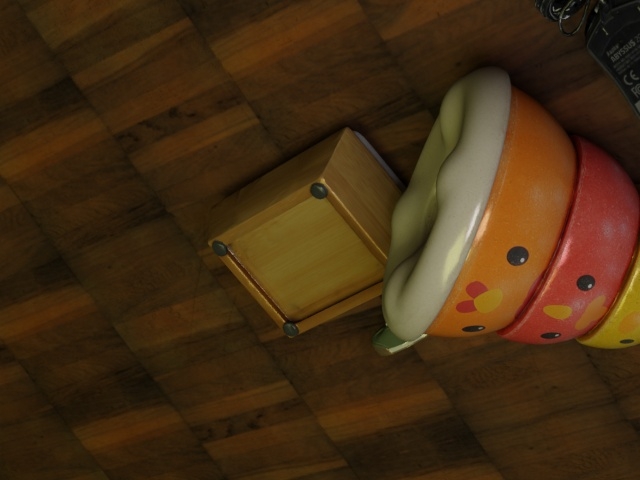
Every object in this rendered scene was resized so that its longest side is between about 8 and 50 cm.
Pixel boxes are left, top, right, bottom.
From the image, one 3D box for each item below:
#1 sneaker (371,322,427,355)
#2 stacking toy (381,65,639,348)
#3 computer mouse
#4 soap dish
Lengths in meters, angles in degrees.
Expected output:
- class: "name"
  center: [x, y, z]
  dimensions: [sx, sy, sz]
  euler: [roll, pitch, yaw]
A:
- class: "sneaker"
  center: [0.134, 0.091, 2.388]
  dimensions: [0.192, 0.064, 0.086]
  euler: [-26, 107, 36]
- class: "stacking toy"
  center: [0.340, 0.016, 2.095]
  dimensions: [0.480, 0.350, 0.350]
  euler: [18, 134, -6]
- class: "computer mouse"
  center: [0.391, -0.230, 1.987]
  dimensions: [0.188, 0.072, 0.272]
  euler: [-34, 91, 45]
- class: "soap dish"
  center: [0.000, 0.000, 2.354]
  dimensions: [0.291, 0.118, 0.229]
  euler: [-28, 107, 40]
